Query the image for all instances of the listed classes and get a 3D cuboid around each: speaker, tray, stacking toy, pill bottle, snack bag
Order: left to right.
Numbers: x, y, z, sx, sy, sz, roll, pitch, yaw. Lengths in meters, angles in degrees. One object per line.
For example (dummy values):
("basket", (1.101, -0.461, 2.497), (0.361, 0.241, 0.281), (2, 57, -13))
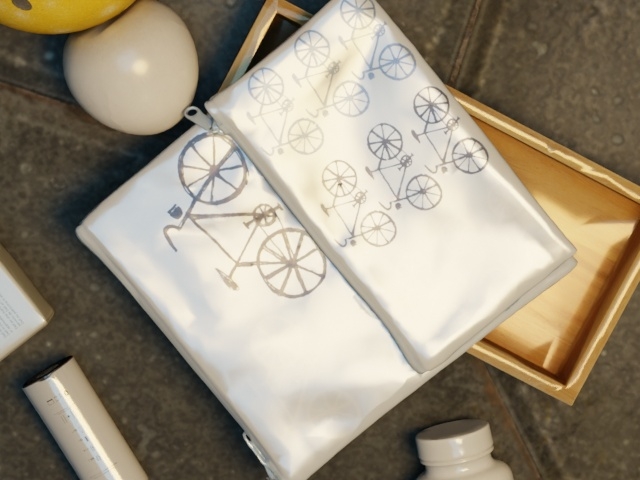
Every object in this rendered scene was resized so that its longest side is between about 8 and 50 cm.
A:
("stacking toy", (-0.232, -0.294, 1.624), (0.350, 0.350, 0.480), (-29, 113, 1))
("speaker", (-0.213, 0.176, 1.770), (0.055, 0.055, 0.136), (-31, 97, 1))
("snack bag", (0.000, 0.000, 1.699), (0.342, 0.037, 0.323), (-38, 97, 2))
("tray", (0.089, -0.038, 1.753), (0.411, 0.076, 0.203), (27, 95, -5))
("pill bottle", (0.136, 0.253, 1.777), (0.094, 0.094, 0.169), (-12, 97, -1))

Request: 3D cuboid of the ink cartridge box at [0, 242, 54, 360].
("ink cartridge box", (-0.368, 0.074, 1.732), (0.212, 0.093, 0.154), (-39, 96, 0))
